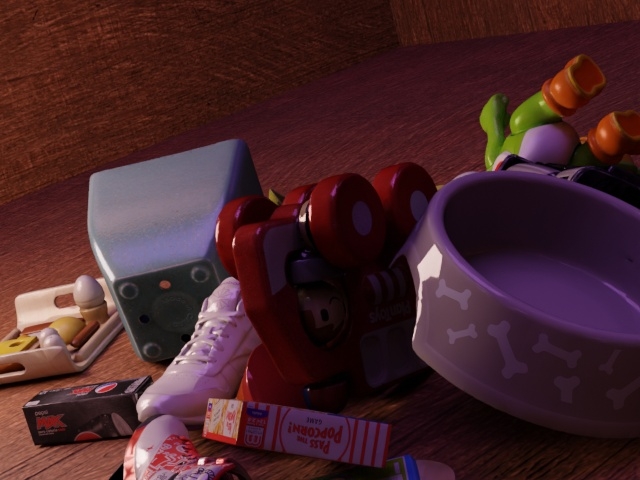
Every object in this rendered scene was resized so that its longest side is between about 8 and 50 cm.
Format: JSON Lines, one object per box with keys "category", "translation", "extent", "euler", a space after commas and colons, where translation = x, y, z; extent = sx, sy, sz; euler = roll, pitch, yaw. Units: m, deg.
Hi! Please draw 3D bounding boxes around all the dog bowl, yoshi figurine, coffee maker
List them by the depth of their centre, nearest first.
{"category": "dog bowl", "translation": [0.243, 0.047, 1.328], "extent": [0.349, 0.102, 0.348], "euler": [12, 31, -8]}
{"category": "coffee maker", "translation": [0.325, -0.046, 1.627], "extent": [0.171, 0.120, 0.178], "euler": [-6, 10, -25]}
{"category": "yoshi figurine", "translation": [0.295, -0.093, 1.857], "extent": [0.362, 0.203, 0.203], "euler": [-43, 35, 33]}

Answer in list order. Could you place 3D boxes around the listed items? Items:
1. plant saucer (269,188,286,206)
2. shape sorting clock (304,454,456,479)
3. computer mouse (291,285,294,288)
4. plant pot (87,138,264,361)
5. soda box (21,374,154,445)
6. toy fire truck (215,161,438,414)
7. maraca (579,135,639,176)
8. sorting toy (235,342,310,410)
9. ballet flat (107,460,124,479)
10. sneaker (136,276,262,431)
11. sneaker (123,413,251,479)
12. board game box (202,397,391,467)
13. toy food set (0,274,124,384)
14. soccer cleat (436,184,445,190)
{"category": "plant saucer", "translation": [0.000, 0.000, 2.019], "extent": [0.045, 0.188, 0.188], "euler": [-57, 15, 6]}
{"category": "shape sorting clock", "translation": [0.029, 0.255, 1.226], "extent": [0.206, 0.040, 0.206], "euler": [-14, 8, 2]}
{"category": "computer mouse", "translation": [0.053, 0.049, 1.832], "extent": [0.272, 0.072, 0.188], "euler": [-30, 10, 1]}
{"category": "plant pot", "translation": [-0.198, 0.037, 1.891], "extent": [0.248, 0.247, 0.252], "euler": [-13, 29, 7]}
{"category": "soda box", "translation": [-0.288, 0.216, 1.648], "extent": [0.169, 0.060, 0.053], "euler": [-10, 15, 22]}
{"category": "toy fire truck", "translation": [0.026, 0.057, 1.457], "extent": [0.169, 0.253, 0.302], "euler": [-12, 2, 35]}
{"category": "maraca", "translation": [0.444, -0.113, 2.068], "extent": [0.127, 0.099, 0.186], "euler": [5, -2, 39]}
{"category": "sorting toy", "translation": [-0.002, 0.156, 1.574], "extent": [0.126, 0.127, 0.365], "euler": [-41, -6, 36]}
{"category": "ballet flat", "translation": [-0.210, 0.268, 1.385], "extent": [0.084, 0.058, 0.250], "euler": [-10, 16, 21]}
{"category": "sneaker", "translation": [-0.134, 0.133, 1.587], "extent": [0.114, 0.152, 0.305], "euler": [-1, 15, 27]}
{"category": "sneaker", "translation": [-0.127, 0.245, 1.294], "extent": [0.145, 0.090, 0.270], "euler": [-22, 18, 16]}
{"category": "board game box", "translation": [-0.029, 0.189, 1.298], "extent": [0.147, 0.045, 0.193], "euler": [11, -9, -12]}
{"category": "toy food set", "translation": [-0.438, 0.134, 2.032], "extent": [0.220, 0.092, 0.306], "euler": [-11, 15, 16]}
{"category": "soccer cleat", "translation": [0.221, -0.041, 2.026], "extent": [0.289, 0.093, 0.121], "euler": [-20, 21, -16]}
